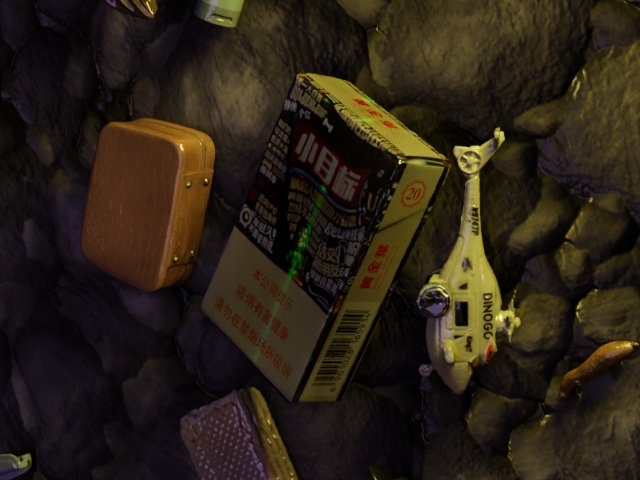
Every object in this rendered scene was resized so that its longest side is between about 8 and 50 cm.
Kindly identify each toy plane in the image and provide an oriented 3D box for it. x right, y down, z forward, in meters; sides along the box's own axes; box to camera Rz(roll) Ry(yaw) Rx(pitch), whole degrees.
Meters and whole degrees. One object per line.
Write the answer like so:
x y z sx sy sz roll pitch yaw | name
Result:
0.158 0.024 1.831 0.108 0.092 0.286 1 99 10 | toy plane

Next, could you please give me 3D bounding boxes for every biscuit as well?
-0.077 0.296 2.027 0.108 0.062 0.238 -28 81 34 | biscuit

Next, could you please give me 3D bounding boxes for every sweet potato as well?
0.283 0.131 1.801 0.115 0.026 0.026 -38 77 33 | sweet potato

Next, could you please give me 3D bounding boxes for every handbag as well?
-0.210 -0.046 2.053 0.151 0.072 0.193 18 108 28 | handbag

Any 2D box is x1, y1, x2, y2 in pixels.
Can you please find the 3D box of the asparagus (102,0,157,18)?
-0.278 -0.345 2.050 0.287 0.080 0.080 44 117 28 | asparagus

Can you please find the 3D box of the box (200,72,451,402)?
0.000 0.000 1.888 0.198 0.084 0.310 43 119 41 | box

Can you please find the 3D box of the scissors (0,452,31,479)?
-0.476 0.315 2.293 0.256 0.030 0.125 -18 88 36 | scissors

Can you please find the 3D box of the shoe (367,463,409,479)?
0.114 0.306 1.913 0.053 0.062 0.159 -35 78 18 | shoe

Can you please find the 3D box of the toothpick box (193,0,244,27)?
-0.108 -0.289 1.964 0.052 0.052 0.083 27 109 26 | toothpick box
